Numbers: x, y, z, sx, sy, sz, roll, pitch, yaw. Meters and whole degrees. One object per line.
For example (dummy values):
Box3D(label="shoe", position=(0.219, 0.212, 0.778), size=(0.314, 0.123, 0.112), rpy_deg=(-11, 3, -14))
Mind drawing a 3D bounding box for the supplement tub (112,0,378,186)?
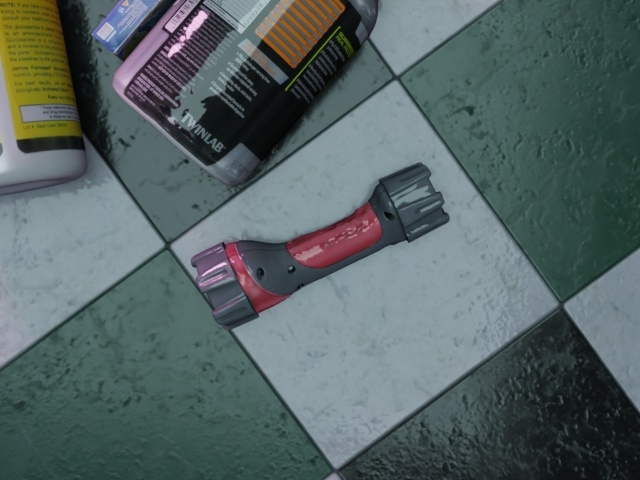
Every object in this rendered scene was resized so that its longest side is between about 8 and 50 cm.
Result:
Box3D(label="supplement tub", position=(-0.069, -0.234, 1.124), size=(0.193, 0.193, 0.316), rpy_deg=(41, 90, -3))

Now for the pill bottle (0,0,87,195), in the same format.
Box3D(label="pill bottle", position=(-0.386, -0.220, 1.118), size=(0.188, 0.188, 0.333), rpy_deg=(-10, 92, -1))

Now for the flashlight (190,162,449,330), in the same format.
Box3D(label="flashlight", position=(0.000, 0.000, 1.180), size=(0.304, 0.103, 0.103), rpy_deg=(-26, 97, 1))

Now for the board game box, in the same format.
Box3D(label="board game box", position=(-0.175, -0.293, 1.147), size=(0.035, 0.136, 0.201), rpy_deg=(41, 91, -2))
